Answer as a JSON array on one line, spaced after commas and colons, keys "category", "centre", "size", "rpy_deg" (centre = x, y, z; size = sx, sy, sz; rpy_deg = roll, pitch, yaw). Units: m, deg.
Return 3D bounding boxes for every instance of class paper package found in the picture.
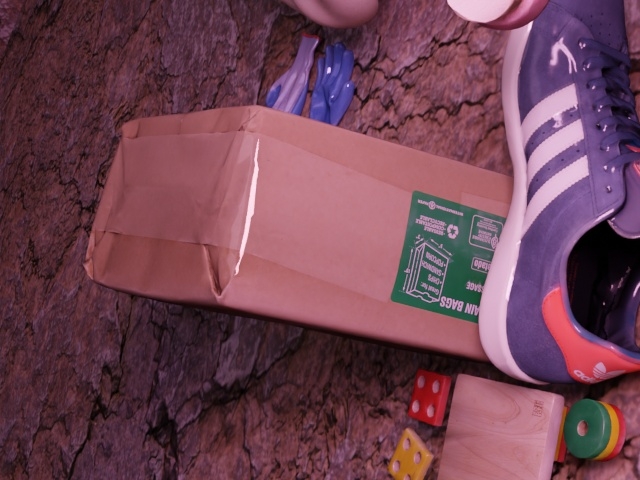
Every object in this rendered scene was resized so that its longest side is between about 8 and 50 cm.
[{"category": "paper package", "centre": [0.000, 0.000, 1.145], "size": [0.309, 0.324, 0.168], "rpy_deg": [5, 82, 61]}]

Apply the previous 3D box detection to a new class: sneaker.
[{"category": "sneaker", "centre": [0.227, -0.057, 0.998], "size": [0.148, 0.131, 0.350], "rpy_deg": [0, 83, 53]}]

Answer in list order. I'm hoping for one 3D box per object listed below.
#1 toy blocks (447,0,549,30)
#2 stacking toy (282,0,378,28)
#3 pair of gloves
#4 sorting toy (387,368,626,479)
[{"category": "toy blocks", "centre": [0.286, -0.158, 0.823], "size": [0.309, 0.289, 0.260], "rpy_deg": [-37, 1, 20]}, {"category": "stacking toy", "centre": [0.048, -0.495, 1.317], "size": [0.480, 0.350, 0.350], "rpy_deg": [-50, 31, -1]}, {"category": "pair of gloves", "centre": [-0.018, -0.174, 1.561], "size": [0.198, 0.023, 0.159], "rpy_deg": [36, 109, 58]}, {"category": "sorting toy", "centre": [0.155, 0.188, 1.080], "size": [0.274, 0.046, 0.132], "rpy_deg": [3, 81, 60]}]
